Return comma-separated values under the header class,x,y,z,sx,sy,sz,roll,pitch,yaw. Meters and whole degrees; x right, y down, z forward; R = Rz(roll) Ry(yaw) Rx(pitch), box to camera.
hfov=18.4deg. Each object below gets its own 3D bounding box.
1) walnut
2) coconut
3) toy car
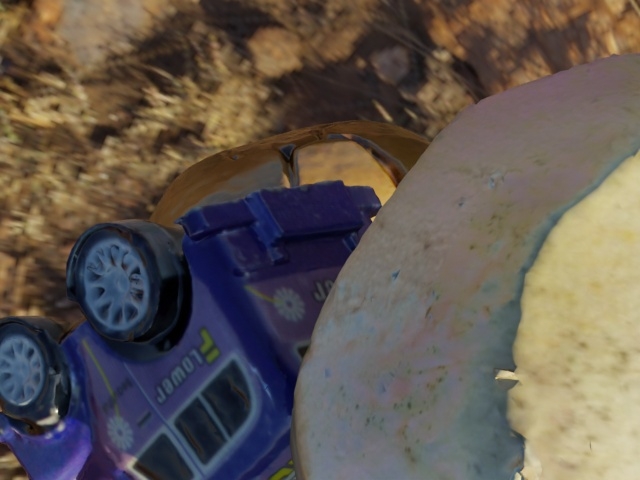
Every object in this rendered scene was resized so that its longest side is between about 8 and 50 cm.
class,x,y,z,sx,sy,sz,roll,pitch,yaw
walnut,0.000,0.000,1.551,0.298,0.203,0.203,-20,81,-15
coconut,0.154,0.091,0.865,0.352,0.352,0.353,-1,85,12
toy car,-0.060,0.078,1.073,0.235,0.172,0.158,-41,70,34
